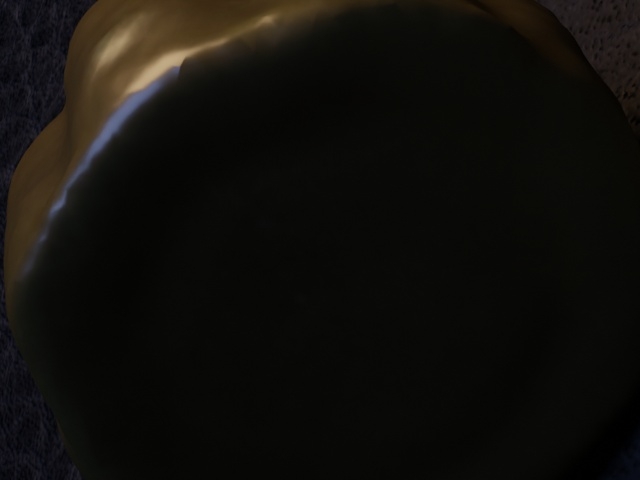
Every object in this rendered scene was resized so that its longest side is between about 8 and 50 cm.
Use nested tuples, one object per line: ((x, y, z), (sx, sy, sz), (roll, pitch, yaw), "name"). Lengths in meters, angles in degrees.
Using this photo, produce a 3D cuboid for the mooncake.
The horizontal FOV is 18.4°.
((0.000, 0.000, 1.144), (0.378, 0.378, 0.200), (-59, 23, 18), "mooncake")
